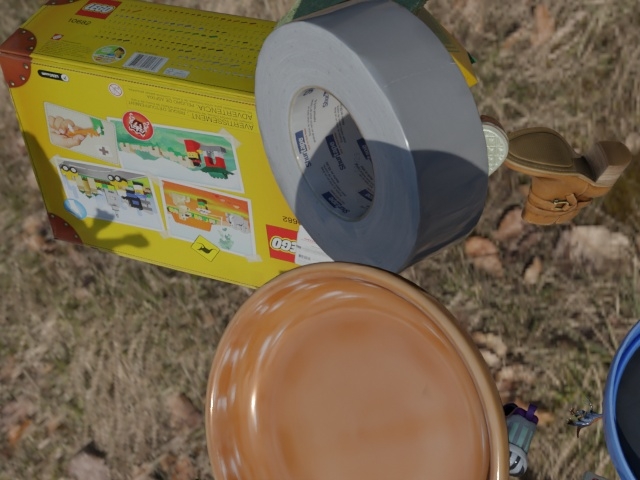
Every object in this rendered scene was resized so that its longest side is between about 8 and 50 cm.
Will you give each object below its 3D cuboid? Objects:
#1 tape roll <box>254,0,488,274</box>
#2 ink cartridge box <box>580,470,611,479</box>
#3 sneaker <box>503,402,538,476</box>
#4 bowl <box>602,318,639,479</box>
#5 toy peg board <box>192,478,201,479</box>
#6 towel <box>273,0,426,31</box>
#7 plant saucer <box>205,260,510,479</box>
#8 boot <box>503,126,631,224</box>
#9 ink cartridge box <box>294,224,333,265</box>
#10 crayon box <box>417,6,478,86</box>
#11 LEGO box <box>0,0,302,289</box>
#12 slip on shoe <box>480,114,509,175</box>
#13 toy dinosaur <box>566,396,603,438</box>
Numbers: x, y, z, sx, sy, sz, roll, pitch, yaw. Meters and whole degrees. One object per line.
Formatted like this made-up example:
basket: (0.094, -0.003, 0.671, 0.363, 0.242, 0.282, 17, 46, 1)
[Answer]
tape roll: (0.035, -0.081, 0.903, 0.072, 0.219, 0.219, -25, 48, -26)
ink cartridge box: (0.453, 0.476, 1.748, 0.153, 0.087, 0.208, 20, 33, 13)
sneaker: (0.250, 0.282, 1.592, 0.083, 0.223, 0.098, 32, 73, -8)
bowl: (0.611, 0.269, 1.687, 0.391, 0.077, 0.391, 2, 71, -5)
toy peg board: (-0.052, 0.280, 1.139, 0.160, 0.079, 0.161, -19, 19, -26)
towel: (0.032, -0.218, 1.077, 0.110, 0.027, 0.148, 41, 91, 23)
plant saucer: (0.020, 0.110, 0.637, 0.200, 0.037, 0.200, 2, 94, 35)
boot: (0.434, -0.117, 2.172, 0.283, 0.220, 0.109, -3, 61, -24)
ink cartridge box: (0.000, 0.000, 1.218, 0.048, 0.083, 0.028, 15, 60, 4)
crayon box: (0.138, -0.305, 1.979, 0.203, 0.323, 0.083, -28, 61, 23)
LEGO box: (-0.188, -0.141, 1.684, 0.500, 0.373, 0.193, 13, 45, 19)
slip on shoe: (0.201, -0.108, 1.989, 0.331, 0.123, 0.101, -39, 13, 30)
toy dinosaur: (0.472, 0.305, 1.956, 0.082, 0.090, 0.047, -3, 47, 42)
